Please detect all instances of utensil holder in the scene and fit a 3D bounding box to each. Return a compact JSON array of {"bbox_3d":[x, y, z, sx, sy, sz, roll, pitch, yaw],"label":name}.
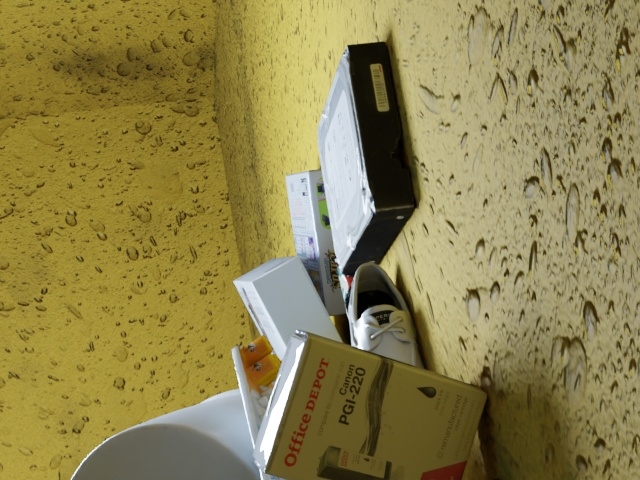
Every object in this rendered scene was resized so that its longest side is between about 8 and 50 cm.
[{"bbox_3d":[-0.146,0.380,1.774,0.385,0.327,0.328,9,-107,-74],"label":"utensil holder"}]

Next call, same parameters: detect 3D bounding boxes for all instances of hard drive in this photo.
[{"bbox_3d":[0.055,-0.105,1.805,0.339,0.064,0.237,113,149,-74],"label":"hard drive"}]

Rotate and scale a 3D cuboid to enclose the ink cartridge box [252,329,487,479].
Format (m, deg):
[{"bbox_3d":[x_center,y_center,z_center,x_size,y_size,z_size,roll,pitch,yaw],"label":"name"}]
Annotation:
[{"bbox_3d":[0.053,0.205,1.414,0.092,0.218,0.158,180,108,-81],"label":"ink cartridge box"}]

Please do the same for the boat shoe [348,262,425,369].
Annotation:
[{"bbox_3d":[0.086,0.126,1.709,0.267,0.096,0.088,-95,-1,-57],"label":"boat shoe"}]

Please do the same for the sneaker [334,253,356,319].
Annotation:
[{"bbox_3d":[0.064,0.086,1.962,0.075,0.057,0.161,68,-176,-49],"label":"sneaker"}]

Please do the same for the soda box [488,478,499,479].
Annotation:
[{"bbox_3d":[0.181,0.345,1.367,0.060,0.053,0.169,-166,70,-81],"label":"soda box"}]

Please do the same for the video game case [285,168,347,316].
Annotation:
[{"bbox_3d":[0.000,0.000,2.236,0.269,0.061,0.244,-171,74,-81],"label":"video game case"}]

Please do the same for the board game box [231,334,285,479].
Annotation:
[{"bbox_3d":[0.044,0.346,1.640,0.390,0.050,0.390,50,-171,-29],"label":"board game box"}]

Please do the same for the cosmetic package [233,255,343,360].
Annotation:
[{"bbox_3d":[-0.034,0.173,2.198,0.284,0.097,0.377,60,172,-2],"label":"cosmetic package"}]
